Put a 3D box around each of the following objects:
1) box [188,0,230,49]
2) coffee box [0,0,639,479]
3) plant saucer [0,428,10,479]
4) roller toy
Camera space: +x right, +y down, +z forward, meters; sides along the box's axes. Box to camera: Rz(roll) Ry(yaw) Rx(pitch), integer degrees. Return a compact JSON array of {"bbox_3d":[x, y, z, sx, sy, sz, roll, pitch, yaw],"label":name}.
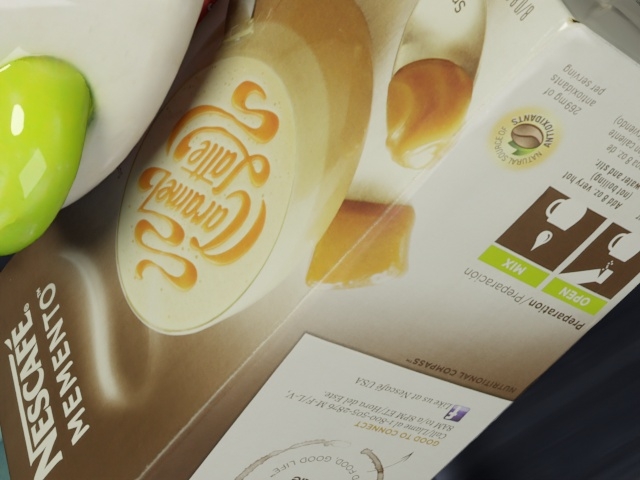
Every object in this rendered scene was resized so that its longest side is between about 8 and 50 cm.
[{"bbox_3d":[-0.004,-0.129,0.555,0.122,0.128,0.257,0,130,-24],"label":"box"},{"bbox_3d":[0.000,0.000,0.483,0.098,0.141,0.246,24,118,-37],"label":"coffee box"},{"bbox_3d":[-0.175,0.131,0.698,0.195,0.037,0.195,-57,161,-31],"label":"plant saucer"},{"bbox_3d":[-0.134,-0.110,0.469,0.146,0.209,0.191,11,100,-33],"label":"roller toy"}]
